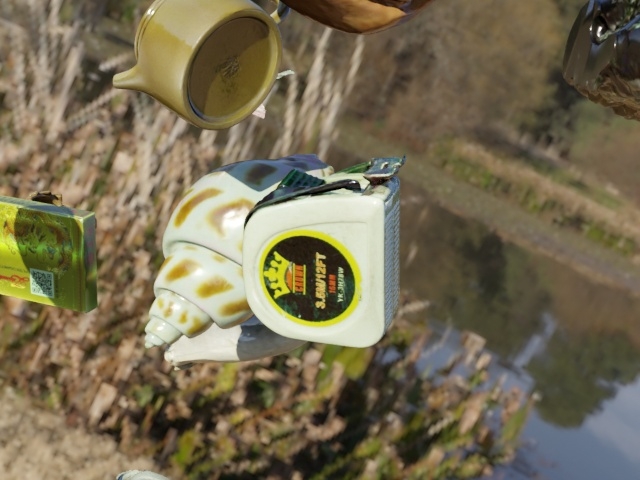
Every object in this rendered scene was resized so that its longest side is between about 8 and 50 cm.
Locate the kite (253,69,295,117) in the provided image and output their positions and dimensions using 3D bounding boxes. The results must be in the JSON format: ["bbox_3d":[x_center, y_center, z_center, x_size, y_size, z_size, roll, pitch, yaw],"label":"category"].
[{"bbox_3d":[-0.122,-0.288,2.375,0.011,0.156,0.139,70,1,-75],"label":"kite"}]

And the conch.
[{"bbox_3d":[-0.132,0.016,1.986,0.249,0.368,0.197,23,3,42],"label":"conch"}]

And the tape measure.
[{"bbox_3d":[0.000,0.000,1.567,0.207,0.235,0.115,8,27,19],"label":"tape measure"}]

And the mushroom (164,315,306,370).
[{"bbox_3d":[-0.129,0.168,2.319,0.097,0.351,0.109,55,32,-38],"label":"mushroom"}]

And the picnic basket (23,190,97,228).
[{"bbox_3d":[-0.485,-0.024,2.317,0.178,0.138,0.128,-20,-16,37],"label":"picnic basket"}]

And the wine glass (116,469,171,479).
[{"bbox_3d":[-0.314,0.515,2.155,0.126,0.241,0.126,17,15,-5],"label":"wine glass"}]

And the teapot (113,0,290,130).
[{"bbox_3d":[-0.162,-0.273,1.752,0.175,0.267,0.186,37,-26,32],"label":"teapot"}]

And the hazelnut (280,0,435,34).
[{"bbox_3d":[0.041,-0.437,1.559,0.315,0.372,0.372,23,9,10],"label":"hazelnut"}]

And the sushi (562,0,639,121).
[{"bbox_3d":[0.449,-0.243,1.369,0.328,0.285,0.328,21,2,-4],"label":"sushi"}]

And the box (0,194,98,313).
[{"bbox_3d":[-0.521,0.013,2.189,0.311,0.173,0.043,10,21,22],"label":"box"}]
